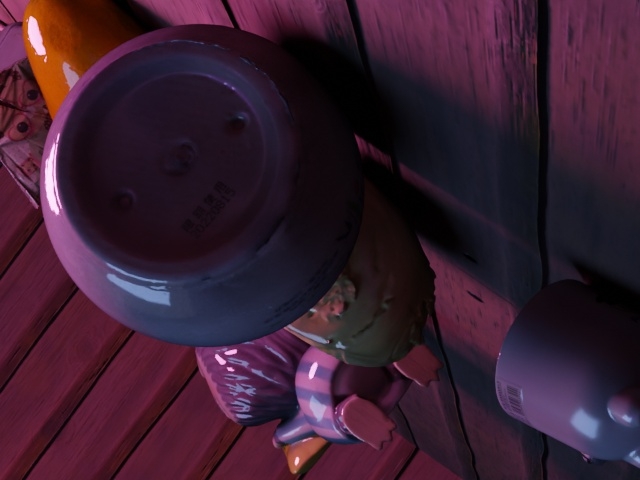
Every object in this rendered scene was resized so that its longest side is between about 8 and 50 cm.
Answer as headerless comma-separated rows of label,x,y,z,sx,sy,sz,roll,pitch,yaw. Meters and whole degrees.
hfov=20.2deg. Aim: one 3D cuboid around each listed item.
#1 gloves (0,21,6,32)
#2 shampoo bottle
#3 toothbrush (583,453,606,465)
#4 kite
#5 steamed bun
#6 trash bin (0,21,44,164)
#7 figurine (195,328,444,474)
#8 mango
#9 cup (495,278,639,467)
gloves,-0.423,-0.242,2.417,0.110,0.094,0.144,53,173,-23
shampoo bottle,-0.096,-0.042,1.566,0.273,0.273,0.266,34,178,14
toothbrush,0.284,0.193,2.107,0.042,0.035,0.413,35,172,29
kite,-0.299,-0.141,2.109,0.250,0.229,0.012,10,-159,-18
steamed bun,0.000,0.000,1.796,0.273,0.166,0.232,38,-173,20
trash bin,-0.368,-0.181,2.230,0.101,0.177,0.236,38,169,-24
figurine,-0.078,0.102,2.336,0.377,0.266,0.361,38,166,-13
mango,-0.215,-0.157,1.877,0.175,0.139,0.254,25,161,25
cup,0.256,0.130,1.558,0.142,0.134,0.173,27,166,40
